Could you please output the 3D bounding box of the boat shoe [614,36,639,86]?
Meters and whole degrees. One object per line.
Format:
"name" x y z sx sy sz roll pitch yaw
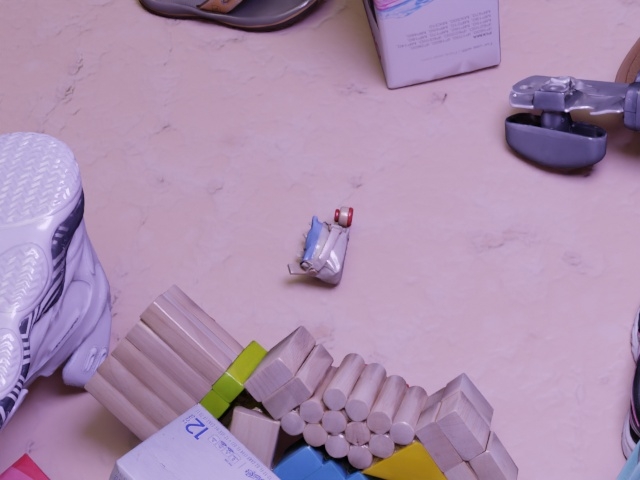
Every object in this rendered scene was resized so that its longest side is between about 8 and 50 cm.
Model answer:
"boat shoe" 0.439 -0.223 1.222 0.342 0.123 0.123 -42 78 5

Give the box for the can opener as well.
"can opener" 0.312 -0.108 1.160 0.283 0.095 0.076 10 31 25

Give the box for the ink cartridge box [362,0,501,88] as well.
"ink cartridge box" 0.090 -0.334 1.218 0.131 0.306 0.226 -12 56 0

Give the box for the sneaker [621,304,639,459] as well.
"sneaker" 0.299 0.101 1.047 0.072 0.077 0.178 7 58 10

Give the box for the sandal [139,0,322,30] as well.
"sandal" -0.100 -0.284 1.356 0.219 0.060 0.090 9 59 13

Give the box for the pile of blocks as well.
"pile of blocks" -0.011 0.147 1.057 0.362 0.149 0.112 19 18 8

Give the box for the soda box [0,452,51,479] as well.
"soda box" -0.181 0.295 0.978 0.092 0.083 0.263 -41 61 -18

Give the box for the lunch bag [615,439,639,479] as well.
"lunch bag" 0.332 0.193 0.896 0.223 0.160 0.262 32 106 13

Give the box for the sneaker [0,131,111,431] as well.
"sneaker" -0.272 0.107 1.035 0.137 0.210 0.366 9 60 13

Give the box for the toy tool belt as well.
"toy tool belt" 0.000 0.000 1.166 0.051 0.052 0.083 10 58 3

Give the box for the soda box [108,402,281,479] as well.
"soda box" -0.037 0.262 0.933 0.286 0.091 0.098 40 42 17
